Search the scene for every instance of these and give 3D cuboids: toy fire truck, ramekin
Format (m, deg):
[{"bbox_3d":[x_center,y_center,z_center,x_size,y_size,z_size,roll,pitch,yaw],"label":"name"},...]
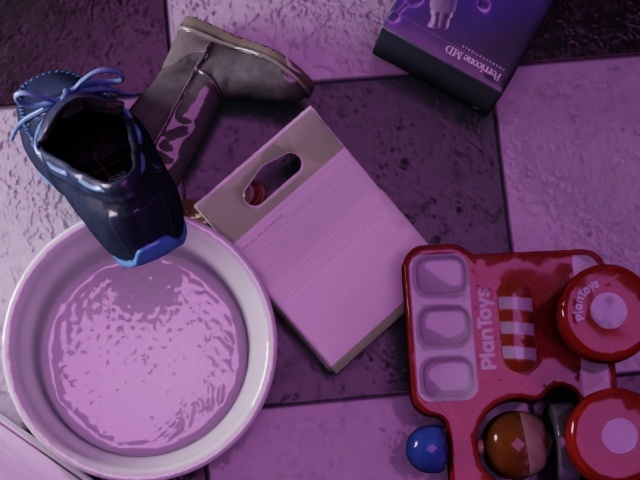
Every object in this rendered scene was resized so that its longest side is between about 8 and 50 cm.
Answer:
[{"bbox_3d":[0.211,0.153,1.840,0.253,0.169,0.302,-2,81,-2],"label":"toy fire truck"},{"bbox_3d":[-0.184,0.113,1.841,0.277,0.135,0.277,0,81,-3],"label":"ramekin"}]

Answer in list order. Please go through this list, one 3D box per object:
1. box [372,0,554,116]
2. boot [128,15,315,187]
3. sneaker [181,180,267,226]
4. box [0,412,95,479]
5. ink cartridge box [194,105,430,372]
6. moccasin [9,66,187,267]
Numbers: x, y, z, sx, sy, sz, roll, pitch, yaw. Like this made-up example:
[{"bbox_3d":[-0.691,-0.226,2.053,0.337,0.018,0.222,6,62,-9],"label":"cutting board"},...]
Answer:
[{"bbox_3d":[0.172,-0.266,1.936,0.153,0.108,0.207,28,80,1],"label":"box"},{"bbox_3d":[-0.129,-0.122,1.904,0.189,0.076,0.208,23,72,25],"label":"boot"},{"bbox_3d":[-0.112,-0.034,1.921,0.118,0.067,0.042,-21,84,24],"label":"sneaker"},{"bbox_3d":[-0.333,0.278,1.829,0.290,0.087,0.169,34,81,2],"label":"box"},{"bbox_3d":[0.000,0.000,1.890,0.171,0.056,0.235,-41,95,-8],"label":"ink cartridge box"},{"bbox_3d":[-0.224,-0.107,1.794,0.137,0.117,0.342,-32,40,-15],"label":"moccasin"}]
